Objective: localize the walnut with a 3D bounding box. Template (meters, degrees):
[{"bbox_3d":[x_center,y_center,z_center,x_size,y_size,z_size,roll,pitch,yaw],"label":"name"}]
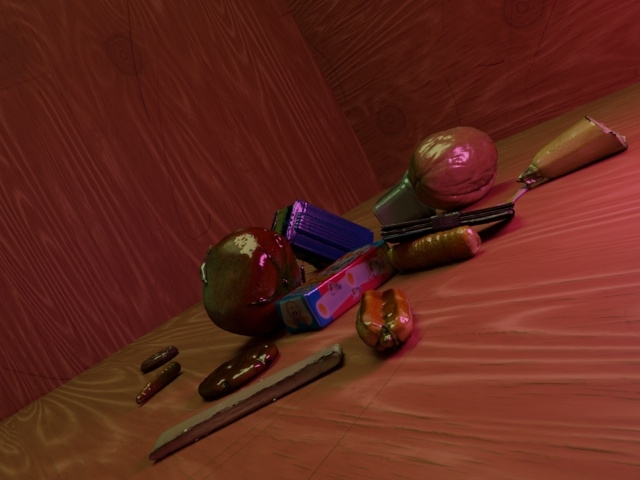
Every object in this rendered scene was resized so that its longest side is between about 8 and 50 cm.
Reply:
[{"bbox_3d":[0.444,-0.241,1.958,0.313,0.277,0.252,-24,41,-20],"label":"walnut"}]

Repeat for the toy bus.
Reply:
[{"bbox_3d":[0.000,0.000,1.810,0.175,0.288,0.138,-20,53,59],"label":"toy bus"}]

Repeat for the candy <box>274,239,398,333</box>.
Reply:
[{"bbox_3d":[0.045,0.116,1.510,0.306,0.100,0.157,-33,8,-34],"label":"candy"}]

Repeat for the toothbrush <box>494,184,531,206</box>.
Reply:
[{"bbox_3d":[0.514,-0.110,1.620,0.022,0.026,0.263,-10,17,48],"label":"toothbrush"}]

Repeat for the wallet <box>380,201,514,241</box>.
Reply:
[{"bbox_3d":[0.313,-0.041,1.449,0.317,0.044,0.169,-11,-5,17],"label":"wallet"}]

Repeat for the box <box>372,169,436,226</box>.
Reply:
[{"bbox_3d":[0.308,-0.135,2.222,0.182,0.175,0.312,-37,3,15],"label":"box"}]

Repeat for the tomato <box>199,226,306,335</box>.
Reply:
[{"bbox_3d":[-0.193,0.112,1.628,0.239,0.303,0.303,-2,16,23],"label":"tomato"}]

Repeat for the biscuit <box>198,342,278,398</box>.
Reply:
[{"bbox_3d":[-0.188,0.293,1.356,0.212,0.036,0.212,-28,5,2],"label":"biscuit"}]

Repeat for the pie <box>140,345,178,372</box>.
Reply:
[{"bbox_3d":[-0.577,0.421,2.112,0.154,0.036,0.154,-29,4,2],"label":"pie"}]

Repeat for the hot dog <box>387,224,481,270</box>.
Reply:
[{"bbox_3d":[0.260,0.027,1.402,0.068,0.083,0.289,-53,17,-28],"label":"hot dog"}]

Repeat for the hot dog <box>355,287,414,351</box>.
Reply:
[{"bbox_3d":[0.116,0.145,1.068,0.104,0.076,0.250,-8,11,4],"label":"hot dog"}]

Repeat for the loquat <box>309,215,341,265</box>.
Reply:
[{"bbox_3d":[-0.002,0.006,2.248,0.246,0.213,0.213,-25,6,37],"label":"loquat"}]

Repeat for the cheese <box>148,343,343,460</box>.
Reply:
[{"bbox_3d":[-0.136,0.297,1.101,0.400,0.034,0.085,-28,1,3],"label":"cheese"}]

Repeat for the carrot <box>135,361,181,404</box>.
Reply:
[{"bbox_3d":[-0.463,0.402,1.677,0.047,0.047,0.191,-25,7,31],"label":"carrot"}]

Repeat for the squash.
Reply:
[{"bbox_3d":[0.669,-0.246,1.623,0.287,0.137,0.137,-27,5,38],"label":"squash"}]
